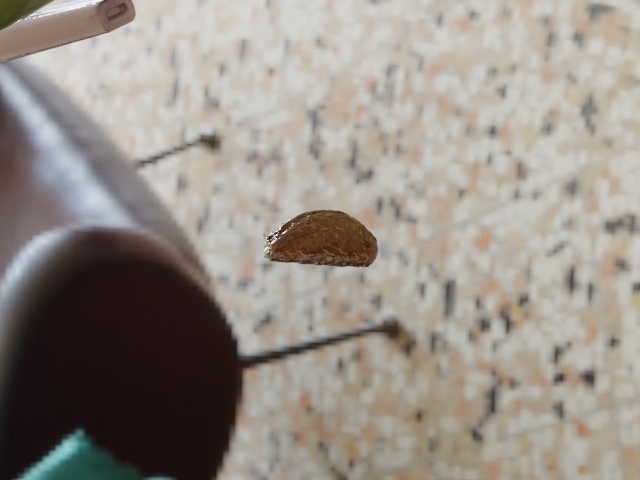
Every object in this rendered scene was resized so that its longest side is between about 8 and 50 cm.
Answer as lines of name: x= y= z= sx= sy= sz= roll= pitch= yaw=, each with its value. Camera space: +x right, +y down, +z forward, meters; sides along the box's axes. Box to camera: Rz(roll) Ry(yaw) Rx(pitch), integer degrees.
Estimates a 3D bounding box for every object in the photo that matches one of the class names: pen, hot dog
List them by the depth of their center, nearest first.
pen: x=-0.220 y=-0.149 z=1.449 sx=0.197 sy=0.053 sz=0.032 roll=-9 pitch=107 yaw=35
hot dog: x=0.000 y=0.000 z=1.450 sx=0.058 sy=0.083 sz=0.035 roll=132 pitch=139 yaw=-72

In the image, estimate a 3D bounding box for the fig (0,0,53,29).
fig: x=-0.204 y=-0.194 z=0.753 sx=0.206 sy=0.206 sz=0.275 roll=-3 pitch=118 yaw=55
